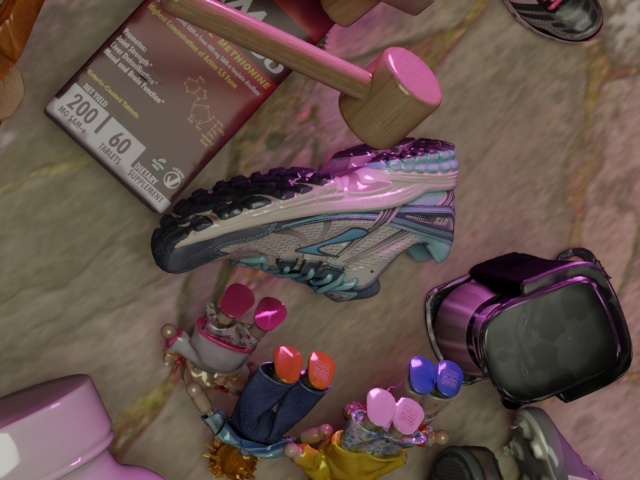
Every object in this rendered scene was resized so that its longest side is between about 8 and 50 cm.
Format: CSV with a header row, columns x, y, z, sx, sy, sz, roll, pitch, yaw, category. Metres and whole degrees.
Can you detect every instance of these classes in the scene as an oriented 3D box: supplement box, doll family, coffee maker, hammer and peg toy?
x,y,z,sx,sy,sz,roll,pitch,yaw,category
-0.102,-0.152,1.235,0.130,0.073,0.239,42,83,-10,supplement box
-0.019,0.153,1.224,0.263,0.163,0.118,22,49,-11,doll family
0.186,0.059,1.246,0.171,0.178,0.120,-45,100,-7,coffee maker
-0.017,-0.259,1.096,0.127,0.266,0.361,-36,61,28,hammer and peg toy

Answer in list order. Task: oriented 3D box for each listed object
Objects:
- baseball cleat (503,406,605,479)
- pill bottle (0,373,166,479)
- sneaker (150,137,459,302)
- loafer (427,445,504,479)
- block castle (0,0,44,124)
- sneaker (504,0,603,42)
x,y,z,sx,sy,sz,roll,pitch,yaw,category
0.239,0.226,1.327,0.109,0.072,0.206,-25,106,-17,baseball cleat
-0.184,0.323,1.156,0.229,0.229,0.408,-22,96,-10,pill bottle
0.000,0.000,1.222,0.283,0.110,0.122,-15,104,-26,sneaker
0.146,0.303,1.304,0.084,0.096,0.268,-8,101,-31,loafer
-0.395,-0.266,1.091,0.453,0.213,0.303,25,76,-23,block castle
0.184,-0.235,1.288,0.170,0.075,0.063,44,84,-10,sneaker
